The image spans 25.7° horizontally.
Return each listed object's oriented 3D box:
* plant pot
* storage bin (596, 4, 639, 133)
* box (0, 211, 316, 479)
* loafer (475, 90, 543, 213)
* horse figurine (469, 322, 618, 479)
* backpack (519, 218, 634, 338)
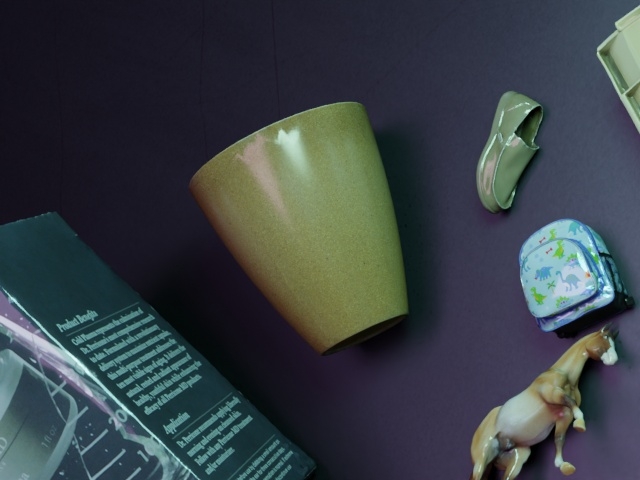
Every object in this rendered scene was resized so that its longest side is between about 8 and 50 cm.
[{"bbox_3d":[0.000,0.000,1.689,0.237,0.237,0.254,-31,77,27],"label":"plant pot"},{"bbox_3d":[0.460,-0.161,1.439,0.260,0.123,0.262,-35,62,26],"label":"storage bin"},{"bbox_3d":[-0.352,0.303,1.693,0.472,0.297,0.480,44,104,6],"label":"box"},{"bbox_3d":[0.222,-0.103,1.638,0.050,0.056,0.148,8,85,43],"label":"loafer"},{"bbox_3d":[0.227,0.215,1.534,0.263,0.066,0.174,-51,16,29],"label":"horse figurine"},{"bbox_3d":[0.272,0.036,1.555,0.105,0.084,0.114,-29,62,25],"label":"backpack"}]
